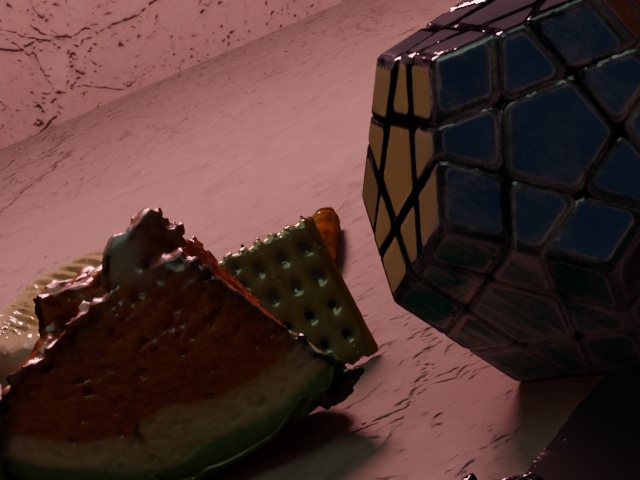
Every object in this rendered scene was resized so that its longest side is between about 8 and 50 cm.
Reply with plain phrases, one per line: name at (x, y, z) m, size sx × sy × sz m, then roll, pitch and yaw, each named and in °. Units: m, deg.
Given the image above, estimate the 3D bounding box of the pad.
pad at (0.139, 0.154, 1.198) m, size 0.323 × 0.055 × 0.250 m, roll -12°, pitch 19°, yaw 38°

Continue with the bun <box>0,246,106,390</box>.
bun at (-0.193, 0.090, 1.766) m, size 0.231 × 0.133 × 0.231 m, roll -23°, pitch 17°, yaw 7°

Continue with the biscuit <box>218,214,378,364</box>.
biscuit at (-0.083, 0.083, 1.643) m, size 0.231 × 0.139 × 0.016 m, roll -25°, pitch -13°, yaw -7°

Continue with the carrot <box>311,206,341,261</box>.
carrot at (0.000, 0.000, 1.976) m, size 0.042 × 0.042 × 0.170 m, roll -21°, pitch 12°, yaw 9°

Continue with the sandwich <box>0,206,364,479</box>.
sandwich at (-0.134, 0.102, 1.547) m, size 0.292 × 0.212 × 0.109 m, roll -35°, pitch -1°, yaw 8°

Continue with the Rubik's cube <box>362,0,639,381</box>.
Rubik's cube at (0.181, -0.053, 1.443) m, size 0.319 × 0.319 × 0.264 m, roll -22°, pitch -11°, yaw 8°

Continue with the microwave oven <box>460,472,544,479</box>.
microwave oven at (0.038, 0.232, 0.827) m, size 0.178 × 0.188 × 0.247 m, roll -18°, pitch 16°, yaw 20°
